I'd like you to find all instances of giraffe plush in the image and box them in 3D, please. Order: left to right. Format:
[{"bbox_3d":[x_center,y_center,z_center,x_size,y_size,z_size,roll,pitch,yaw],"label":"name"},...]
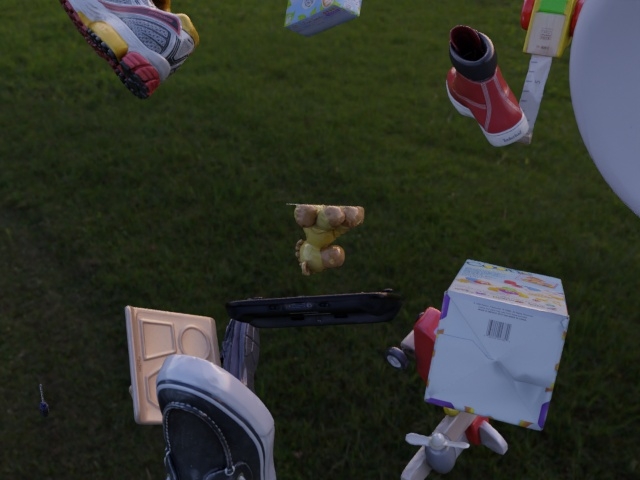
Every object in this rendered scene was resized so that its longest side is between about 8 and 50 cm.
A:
[{"bbox_3d":[0.000,0.000,1.916,0.210,0.170,0.181,5,4,44],"label":"giraffe plush"}]

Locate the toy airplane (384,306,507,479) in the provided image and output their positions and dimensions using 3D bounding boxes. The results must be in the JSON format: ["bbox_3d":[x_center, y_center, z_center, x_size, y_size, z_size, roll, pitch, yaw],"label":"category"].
[{"bbox_3d":[0.342,0.349,1.764,0.384,0.386,0.272,8,-1,-39],"label":"toy airplane"}]

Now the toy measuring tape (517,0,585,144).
[{"bbox_3d":[0.395,-0.330,1.387,0.121,0.330,0.121,11,9,-2],"label":"toy measuring tape"}]

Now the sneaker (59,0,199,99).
[{"bbox_3d":[-0.200,-0.231,0.812,0.092,0.088,0.225,-38,59,-10],"label":"sneaker"}]

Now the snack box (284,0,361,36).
[{"bbox_3d":[0.015,-0.527,1.574,0.070,0.207,0.174,13,-10,-35],"label":"snack box"}]

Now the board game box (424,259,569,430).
[{"bbox_3d":[0.235,0.124,1.046,0.144,0.142,0.275,12,9,14],"label":"board game box"}]

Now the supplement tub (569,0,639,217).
[{"bbox_3d":[0.366,-0.149,0.560,0.325,0.235,0.235,-28,44,-25],"label":"supplement tub"}]

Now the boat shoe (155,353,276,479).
[{"bbox_3d":[-0.117,0.264,0.895,0.121,0.335,0.119,9,47,21],"label":"boat shoe"}]

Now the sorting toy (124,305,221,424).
[{"bbox_3d":[-0.242,0.213,1.325,0.038,0.208,0.193,-26,63,31],"label":"sorting toy"}]

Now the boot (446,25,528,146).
[{"bbox_3d":[0.232,-0.270,1.228,0.088,0.176,0.244,-29,30,7],"label":"boot"}]

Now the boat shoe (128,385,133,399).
[{"bbox_3d":[-0.321,0.289,1.505,0.056,0.153,0.048,-39,81,2],"label":"boat shoe"}]

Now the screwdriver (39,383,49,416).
[{"bbox_3d":[-0.669,0.386,1.911,0.024,0.170,0.025,32,57,9],"label":"screwdriver"}]

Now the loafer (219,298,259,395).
[{"bbox_3d":[-0.184,0.261,1.649,0.095,0.109,0.302,-6,60,10],"label":"loafer"}]

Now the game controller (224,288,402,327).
[{"bbox_3d":[-0.012,0.120,1.475,0.319,0.166,0.067,-5,73,18],"label":"game controller"}]
